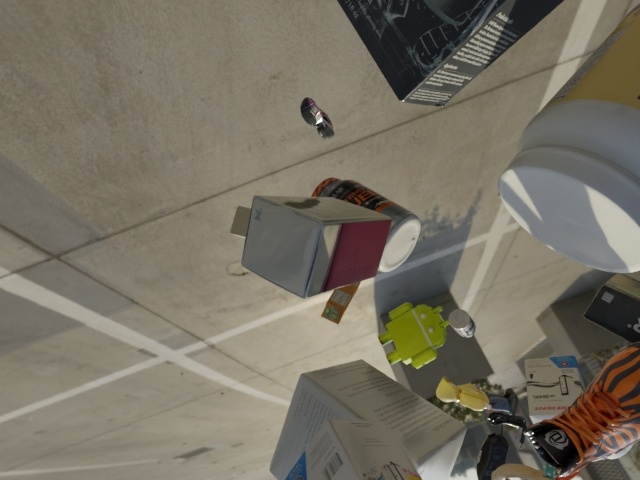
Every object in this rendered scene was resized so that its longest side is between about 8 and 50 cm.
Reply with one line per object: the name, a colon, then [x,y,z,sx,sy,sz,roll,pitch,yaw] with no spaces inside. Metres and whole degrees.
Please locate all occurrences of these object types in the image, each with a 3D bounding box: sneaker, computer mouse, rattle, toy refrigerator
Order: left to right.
toy refrigerator: [-0.160,-0.035,1.394,0.270,0.102,0.094,13,175,15]
sneaker: [-0.013,-0.458,1.503,0.072,0.077,0.178,-19,135,24]
computer mouse: [0.597,0.696,1.352,0.184,0.262,0.060,12,175,-24]
rattle: [0.476,0.572,0.902,0.143,0.130,0.200,-32,173,-44]
sneaker: [0.467,0.312,0.689,0.180,0.124,0.321,-15,128,-15]

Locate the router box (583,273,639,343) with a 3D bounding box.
router box: [0.712,0.182,0.793,0.243,0.309,0.081,-4,121,-48]

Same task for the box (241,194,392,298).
box: [0.000,0.000,0.719,0.232,0.149,0.126,-7,116,-54]

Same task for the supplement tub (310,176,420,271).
supplement tub: [0.123,-0.060,1.225,0.194,0.316,0.193,-31,139,-31]

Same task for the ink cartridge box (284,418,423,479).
ink cartridge box: [0.080,0.472,0.722,0.168,0.232,0.171,22,107,-36]

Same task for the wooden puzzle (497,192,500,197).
wooden puzzle: [0.792,-0.121,1.289,0.322,0.348,0.080,-20,116,7]

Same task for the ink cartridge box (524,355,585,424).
ink cartridge box: [0.711,0.460,1.224,0.148,0.203,0.086,-17,119,31]

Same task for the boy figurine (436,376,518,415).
boy figurine: [0.589,0.591,1.560,0.285,0.092,0.177,10,-174,8]

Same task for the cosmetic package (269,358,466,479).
cosmetic package: [0.131,0.595,1.159,0.329,0.394,0.327,10,101,-50]

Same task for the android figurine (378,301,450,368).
android figurine: [0.353,0.346,1.520,0.273,0.248,0.056,-33,137,15]

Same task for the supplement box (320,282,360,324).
supplement box: [0.080,0.213,1.513,0.233,0.080,0.078,-45,158,-59]

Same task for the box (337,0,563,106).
box: [0.346,-0.725,1.146,0.297,0.480,0.472,-16,163,-47]

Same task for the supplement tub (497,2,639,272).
supplement tub: [0.432,-0.145,0.544,0.331,0.241,0.241,-47,149,-4]

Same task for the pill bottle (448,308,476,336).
pill bottle: [0.463,0.272,1.313,0.067,0.067,0.120,-30,139,15]
